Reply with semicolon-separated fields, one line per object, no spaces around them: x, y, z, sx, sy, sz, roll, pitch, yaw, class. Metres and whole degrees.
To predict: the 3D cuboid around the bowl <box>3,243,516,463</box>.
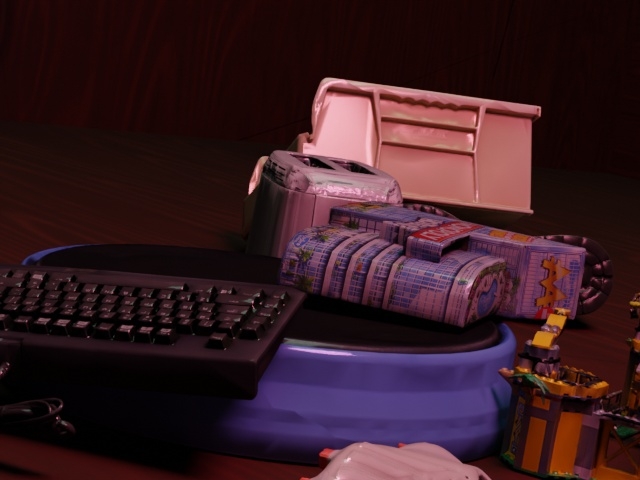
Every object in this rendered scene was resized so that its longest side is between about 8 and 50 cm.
-0.043;0.072;1.196;0.391;0.077;0.391;8;8;-1;bowl

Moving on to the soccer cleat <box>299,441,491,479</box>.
0.045;0.140;0.848;0.076;0.068;0.196;15;7;23;soccer cleat

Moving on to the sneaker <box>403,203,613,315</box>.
0.153;0.034;1.707;0.283;0.107;0.124;11;-7;-9;sneaker

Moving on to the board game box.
0.093;0.019;1.233;0.194;0.060;0.194;11;8;19;board game box

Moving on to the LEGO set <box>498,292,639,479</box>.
0.284;0.070;1.142;0.255;0.192;0.331;15;10;38;LEGO set

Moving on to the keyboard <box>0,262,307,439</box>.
-0.184;0.060;0.985;0.317;0.033;0.201;3;28;16;keyboard

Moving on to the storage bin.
0.069;-0.064;1.782;0.260;0.123;0.262;7;-17;-15;storage bin

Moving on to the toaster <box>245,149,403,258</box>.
0.000;0.000;1.507;0.129;0.146;0.227;8;8;-12;toaster
